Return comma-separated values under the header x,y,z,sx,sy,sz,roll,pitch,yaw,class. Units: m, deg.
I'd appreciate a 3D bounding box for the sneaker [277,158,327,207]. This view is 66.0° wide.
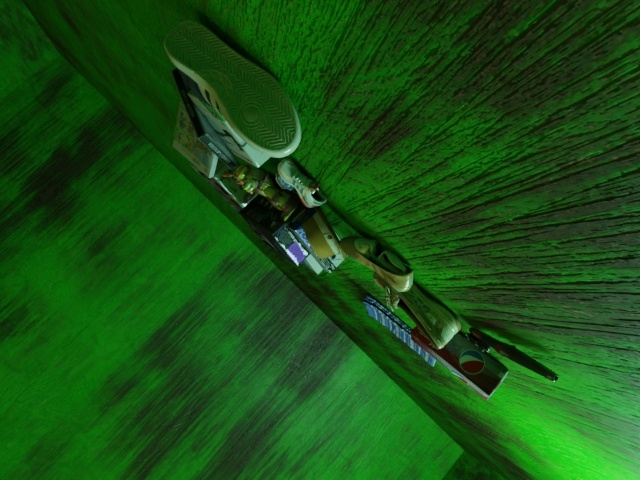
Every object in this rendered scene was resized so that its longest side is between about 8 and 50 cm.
x,y,z,sx,sy,sz,roll,pitch,yaw,class
-0.041,-0.152,1.274,0.075,0.057,0.161,0,136,50,sneaker

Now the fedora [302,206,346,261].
x,y,z,sx,sy,sz,roll,pitch,yaw,class
0.003,-0.012,1.400,0.194,0.079,0.194,60,-177,-6,fedora

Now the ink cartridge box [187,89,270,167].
x,y,z,sx,sy,sz,roll,pitch,yaw,class
-0.212,-0.297,1.227,0.153,0.087,0.208,34,165,44,ink cartridge box

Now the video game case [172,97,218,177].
x,y,z,sx,sy,sz,roll,pitch,yaw,class
-0.380,-0.333,1.526,0.193,0.023,0.212,40,129,21,video game case

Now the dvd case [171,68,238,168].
x,y,z,sx,sy,sz,roll,pitch,yaw,class
-0.308,-0.323,1.318,0.239,0.029,0.179,65,-172,24,dvd case

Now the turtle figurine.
x,y,z,sx,sy,sz,roll,pitch,yaw,class
-0.163,-0.156,1.425,0.217,0.087,0.269,36,-178,-8,turtle figurine

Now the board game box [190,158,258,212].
x,y,z,sx,sy,sz,roll,pitch,yaw,class
-0.340,-0.205,1.936,0.224,0.097,0.303,31,167,49,board game box

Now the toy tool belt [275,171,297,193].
x,y,z,sx,sy,sz,roll,pitch,yaw,class
-0.087,-0.162,1.370,0.083,0.052,0.051,46,177,-15,toy tool belt

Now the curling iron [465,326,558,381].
x,y,z,sx,sy,sz,roll,pitch,yaw,class
0.429,0.255,1.119,0.068,0.035,0.274,44,170,-20,curling iron

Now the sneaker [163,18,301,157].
x,y,z,sx,sy,sz,roll,pitch,yaw,class
-0.167,-0.298,1.018,0.350,0.131,0.148,48,176,8,sneaker

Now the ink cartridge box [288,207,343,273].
x,y,z,sx,sy,sz,roll,pitch,yaw,class
0.000,0.000,1.526,0.046,0.097,0.207,28,160,54,ink cartridge box

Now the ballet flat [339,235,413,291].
x,y,z,sx,sy,sz,roll,pitch,yaw,class
0.149,0.039,1.275,0.232,0.080,0.073,36,138,24,ballet flat

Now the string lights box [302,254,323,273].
x,y,z,sx,sy,sz,roll,pitch,yaw,class
-0.087,0.021,1.945,0.259,0.077,0.133,30,161,49,string lights box

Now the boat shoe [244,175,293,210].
x,y,z,sx,sy,sz,roll,pitch,yaw,class
-0.161,-0.173,1.564,0.207,0.073,0.073,34,127,29,boat shoe

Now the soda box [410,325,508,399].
x,y,z,sx,sy,sz,roll,pitch,yaw,class
0.378,0.316,1.363,0.263,0.092,0.083,38,168,26,soda box

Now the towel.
x,y,z,sx,sy,sz,roll,pitch,yaw,class
0.299,0.348,1.881,0.336,0.040,0.243,39,168,23,towel

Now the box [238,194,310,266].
x,y,z,sx,sy,sz,roll,pitch,yaw,class
-0.130,-0.053,1.664,0.270,0.143,0.165,30,160,52,box

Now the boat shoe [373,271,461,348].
x,y,z,sx,sy,sz,roll,pitch,yaw,class
0.240,0.172,1.330,0.285,0.089,0.105,37,167,33,boat shoe
